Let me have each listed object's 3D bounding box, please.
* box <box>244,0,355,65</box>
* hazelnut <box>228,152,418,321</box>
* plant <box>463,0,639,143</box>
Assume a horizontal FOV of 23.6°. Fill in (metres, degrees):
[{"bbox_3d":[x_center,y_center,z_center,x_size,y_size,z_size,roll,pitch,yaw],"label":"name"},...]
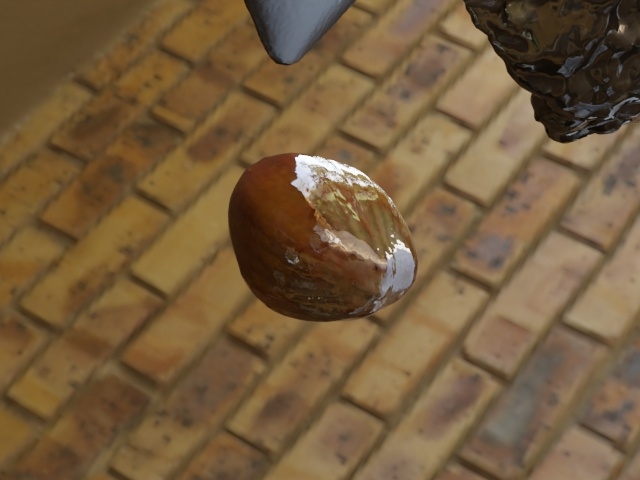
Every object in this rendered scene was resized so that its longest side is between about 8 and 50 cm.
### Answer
[{"bbox_3d":[-0.011,-0.268,1.320,0.212,0.042,0.201,-55,-34,-32],"label":"box"},{"bbox_3d":[-0.005,0.009,1.661,0.210,0.186,0.210,34,-137,-40],"label":"hazelnut"},{"bbox_3d":[0.192,-0.172,0.873,0.234,0.204,0.178,-27,-42,11],"label":"plant"}]
